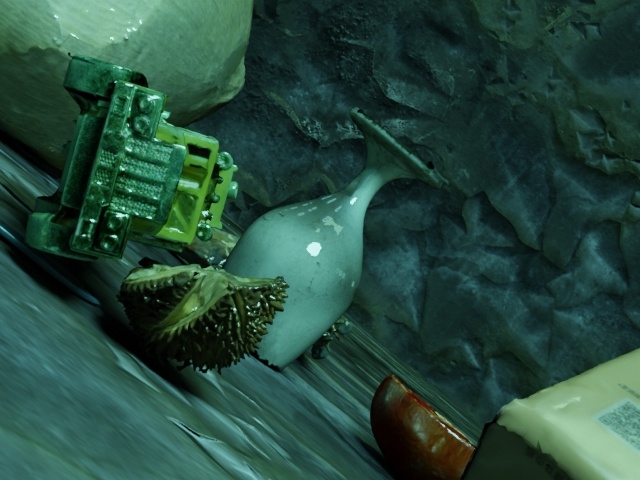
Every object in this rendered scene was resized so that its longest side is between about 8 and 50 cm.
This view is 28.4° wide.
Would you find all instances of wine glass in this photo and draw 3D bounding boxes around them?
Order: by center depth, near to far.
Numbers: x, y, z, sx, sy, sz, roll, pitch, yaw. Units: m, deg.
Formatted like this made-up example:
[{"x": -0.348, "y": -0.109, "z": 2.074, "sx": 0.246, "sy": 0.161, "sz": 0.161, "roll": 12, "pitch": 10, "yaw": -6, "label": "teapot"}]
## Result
[{"x": 0.000, "y": 0.000, "z": 1.191, "sx": 0.126, "sy": 0.241, "sz": 0.126, "roll": 40, "pitch": -1, "yaw": 0, "label": "wine glass"}]

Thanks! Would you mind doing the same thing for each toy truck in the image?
[{"x": -0.117, "y": -0.050, "z": 0.849, "sx": 0.135, "sy": 0.128, "sz": 0.259, "roll": 15, "pitch": 1, "yaw": -7, "label": "toy truck"}]

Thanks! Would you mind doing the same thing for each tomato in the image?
[{"x": 0.101, "y": 0.194, "z": 1.140, "sx": 0.155, "sy": 0.069, "sz": 0.155, "roll": 40, "pitch": -3, "yaw": 2, "label": "tomato"}]

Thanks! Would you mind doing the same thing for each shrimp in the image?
[{"x": -0.079, "y": 0.043, "z": 1.466, "sx": 0.247, "sy": 0.085, "sz": 0.360, "roll": 28, "pitch": 3, "yaw": -33, "label": "shrimp"}]

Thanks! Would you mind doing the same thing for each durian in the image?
[{"x": -0.085, "y": 0.046, "z": 0.791, "sx": 0.110, "sy": 0.071, "sz": 0.140, "roll": 10, "pitch": 3, "yaw": -35, "label": "durian"}]

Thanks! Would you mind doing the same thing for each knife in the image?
[{"x": -0.258, "y": -0.058, "z": 0.779, "sx": 0.313, "sy": 0.019, "sz": 0.044, "roll": 41, "pitch": -2, "yaw": -9, "label": "knife"}]

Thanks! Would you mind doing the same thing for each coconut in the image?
[{"x": -0.231, "y": -0.249, "z": 1.234, "sx": 0.360, "sy": 0.346, "sz": 0.346, "roll": 37, "pitch": 1, "yaw": 2, "label": "coconut"}]

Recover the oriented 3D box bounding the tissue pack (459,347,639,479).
[{"x": 0.220, "y": 0.224, "z": 0.634, "sx": 0.305, "sy": 0.238, "sz": 0.238, "roll": 39, "pitch": 0, "yaw": 31, "label": "tissue pack"}]
